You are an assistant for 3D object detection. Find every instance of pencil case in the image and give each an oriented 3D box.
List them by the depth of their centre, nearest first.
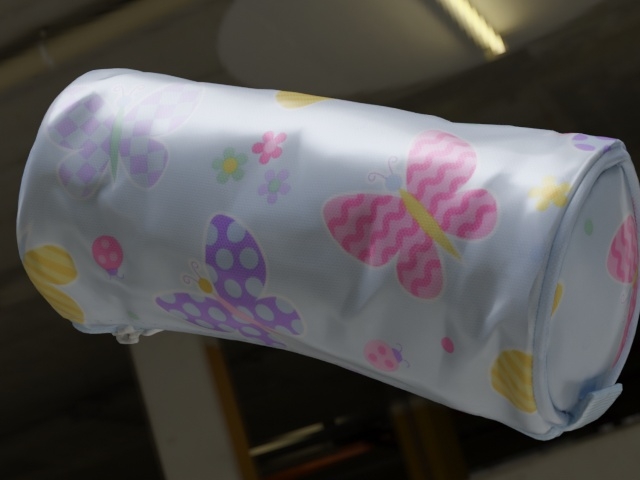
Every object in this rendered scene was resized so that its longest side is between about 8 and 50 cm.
[{"bbox_3d":[0.000,0.000,0.673,0.273,0.124,0.113,10,-7,29],"label":"pencil case"}]
